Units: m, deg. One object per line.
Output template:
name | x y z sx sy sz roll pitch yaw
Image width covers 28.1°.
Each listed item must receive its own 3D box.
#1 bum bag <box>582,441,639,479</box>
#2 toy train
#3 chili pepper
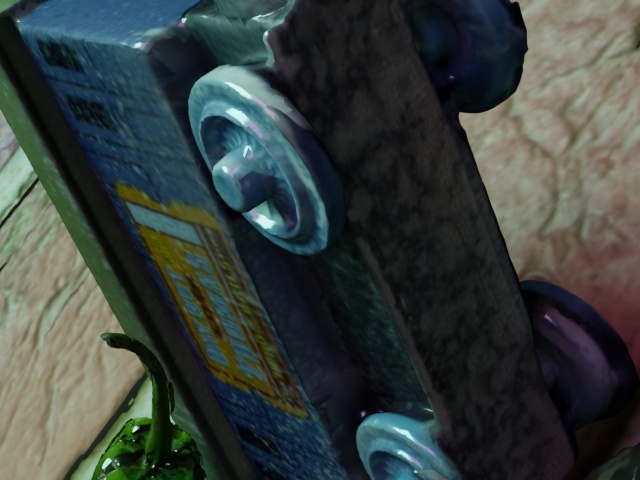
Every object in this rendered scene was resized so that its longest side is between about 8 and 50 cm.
bum bag | 0.184 0.065 0.380 0.340 0.095 0.144 -38 13 30
toy train | 0.000 0.000 0.514 0.131 0.299 0.202 -41 36 -28
chili pepper | -0.108 0.151 0.602 0.279 0.122 0.065 -51 12 31
